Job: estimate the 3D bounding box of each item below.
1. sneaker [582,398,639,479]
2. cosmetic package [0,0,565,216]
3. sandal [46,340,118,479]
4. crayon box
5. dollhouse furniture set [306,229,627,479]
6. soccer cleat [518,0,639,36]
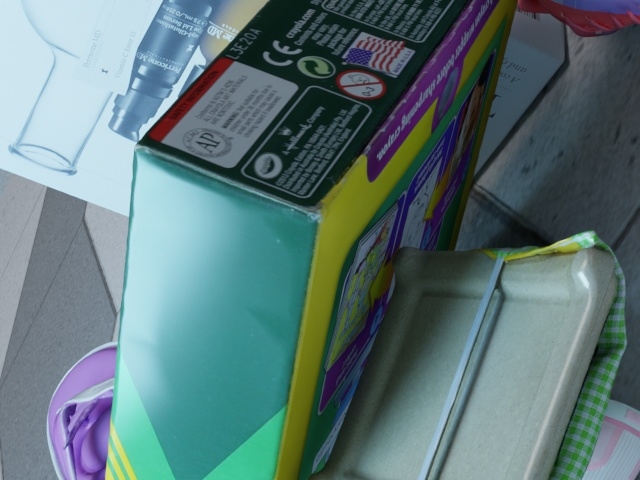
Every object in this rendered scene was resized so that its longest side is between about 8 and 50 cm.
[{"bbox_3d":[0.124,0.119,0.899,0.134,0.051,0.070,-3,62,67],"label":"sneaker"},{"bbox_3d":[-0.061,-0.127,1.192,0.284,0.377,0.097,-54,22,42],"label":"cosmetic package"},{"bbox_3d":[-0.175,0.185,1.511,0.169,0.102,0.416,-56,32,0],"label":"sandal"},{"bbox_3d":[0.000,0.000,0.975,0.363,0.106,0.313,-55,-18,-50],"label":"crayon box"},{"bbox_3d":[0.089,0.161,0.827,0.197,0.151,0.302,1,67,64],"label":"dollhouse furniture set"},{"bbox_3d":[0.186,-0.167,0.987,0.318,0.108,0.116,-125,39,-68],"label":"soccer cleat"}]
